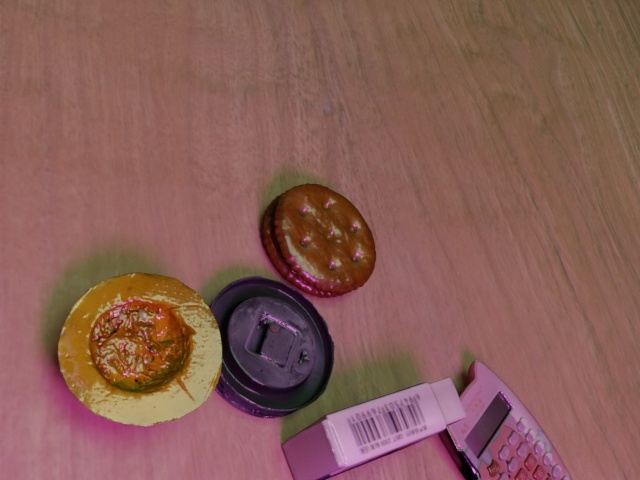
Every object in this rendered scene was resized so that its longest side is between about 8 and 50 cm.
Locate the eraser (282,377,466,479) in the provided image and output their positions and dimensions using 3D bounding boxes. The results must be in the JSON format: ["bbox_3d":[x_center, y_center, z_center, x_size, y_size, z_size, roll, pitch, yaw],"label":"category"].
[{"bbox_3d":[0.088,0.293,1.213,0.279,0.124,0.081,-8,67,-40],"label":"eraser"}]

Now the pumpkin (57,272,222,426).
[{"bbox_3d":[-0.253,0.157,1.077,0.217,0.110,0.217,10,63,-20],"label":"pumpkin"}]

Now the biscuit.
[{"bbox_3d":[0.000,0.000,1.393,0.221,0.066,0.220,19,54,-28],"label":"biscuit"}]

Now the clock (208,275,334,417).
[{"bbox_3d":[-0.085,0.166,1.228,0.226,0.049,0.226,19,52,-26],"label":"clock"}]

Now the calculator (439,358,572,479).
[{"bbox_3d":[0.333,0.387,1.391,0.329,0.048,0.220,52,43,2],"label":"calculator"}]
